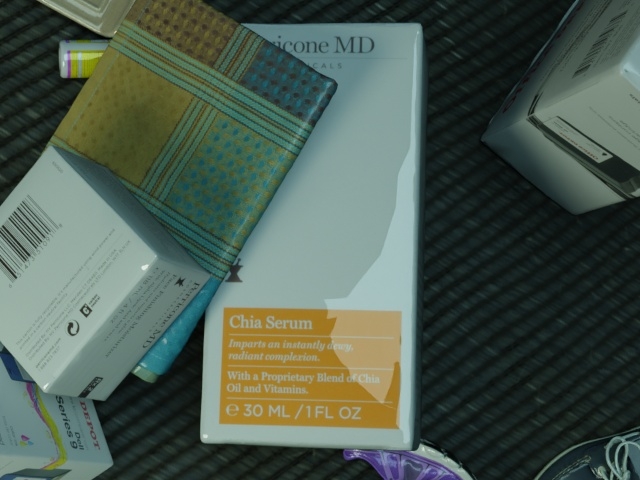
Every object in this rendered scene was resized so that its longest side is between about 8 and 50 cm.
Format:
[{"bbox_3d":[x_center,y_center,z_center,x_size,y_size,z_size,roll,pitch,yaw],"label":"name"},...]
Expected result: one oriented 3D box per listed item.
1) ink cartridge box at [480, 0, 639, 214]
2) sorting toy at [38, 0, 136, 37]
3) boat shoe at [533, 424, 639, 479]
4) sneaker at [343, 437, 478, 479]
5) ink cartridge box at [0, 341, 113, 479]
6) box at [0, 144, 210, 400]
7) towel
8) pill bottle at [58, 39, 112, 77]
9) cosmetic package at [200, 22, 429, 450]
[{"bbox_3d":[0.378,-0.203,1.643,0.166,0.395,0.285,39,76,-8],"label":"ink cartridge box"},{"bbox_3d":[-0.282,-0.356,1.700,0.208,0.038,0.193,28,77,-3],"label":"sorting toy"},{"bbox_3d":[0.361,0.273,1.736,0.254,0.079,0.095,-17,87,-14],"label":"boat shoe"},{"bbox_3d":[0.104,0.260,1.698,0.170,0.068,0.071,25,92,1],"label":"sneaker"},{"bbox_3d":[-0.327,0.175,1.507,0.093,0.212,0.154,-31,65,19],"label":"ink cartridge box"},{"bbox_3d":[-0.245,0.035,1.492,0.182,0.119,0.181,44,98,23],"label":"box"},{"bbox_3d":[-0.175,-0.070,1.570,0.271,0.040,0.370,34,94,23],"label":"towel"},{"bbox_3d":[-0.254,-0.207,1.678,0.083,0.043,0.043,-2,83,-13],"label":"pill bottle"},{"bbox_3d":[0.000,0.000,1.619,0.230,0.161,0.453,0,82,6],"label":"cosmetic package"}]
